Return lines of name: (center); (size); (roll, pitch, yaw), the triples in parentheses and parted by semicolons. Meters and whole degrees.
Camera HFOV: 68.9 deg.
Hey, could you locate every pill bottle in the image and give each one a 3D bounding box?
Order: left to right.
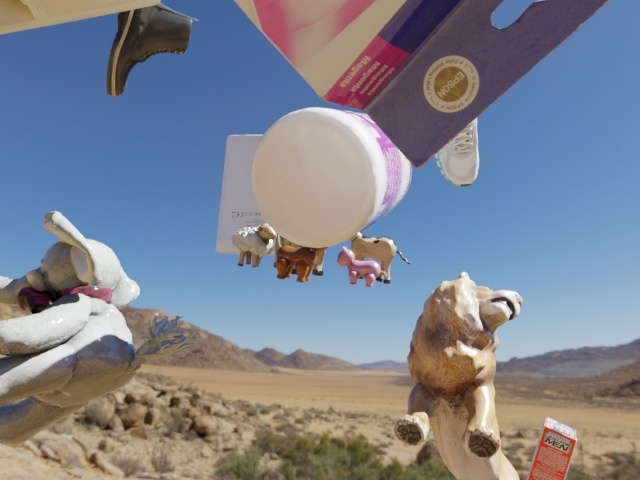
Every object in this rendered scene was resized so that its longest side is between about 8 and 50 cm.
pill bottle: (0.040, -0.100, 0.676); (0.169, 0.170, 0.301); (-6, 10, 22)

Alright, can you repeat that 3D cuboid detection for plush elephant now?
plush elephant: (-0.389, 0.105, 0.702); (0.329, 0.256, 0.272); (-22, -25, -17)

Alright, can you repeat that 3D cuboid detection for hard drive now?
hard drive: (-0.172, -0.136, 1.356); (0.232, 0.354, 0.047); (1, -13, 7)

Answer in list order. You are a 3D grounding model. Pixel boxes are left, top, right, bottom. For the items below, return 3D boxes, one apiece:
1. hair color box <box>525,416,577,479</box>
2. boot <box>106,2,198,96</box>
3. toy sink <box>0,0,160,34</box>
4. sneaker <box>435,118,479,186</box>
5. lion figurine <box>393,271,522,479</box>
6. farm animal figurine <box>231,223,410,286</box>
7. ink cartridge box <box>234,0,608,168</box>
hair color box: (0.377, 0.393, 0.781); (0.053, 0.168, 0.093); (19, -1, 30)
boot: (-0.327, -0.359, 0.898); (0.136, 0.198, 0.077); (13, 25, -26)
toy sink: (-0.351, -0.391, 0.600); (0.233, 0.153, 0.131); (-19, -9, -16)
sneaker: (0.224, -0.183, 0.759); (0.071, 0.191, 0.083); (-8, 1, 4)
lion figurine: (0.191, 0.252, 0.586); (0.142, 0.393, 0.240); (-5, 12, 22)
farm animal figurine: (0.000, 0.000, 1.124); (0.330, 0.173, 0.326); (5, 3, -44)
ink cartridge box: (0.064, -0.263, 0.300); (0.324, 0.330, 0.071); (-43, -1, 32)
